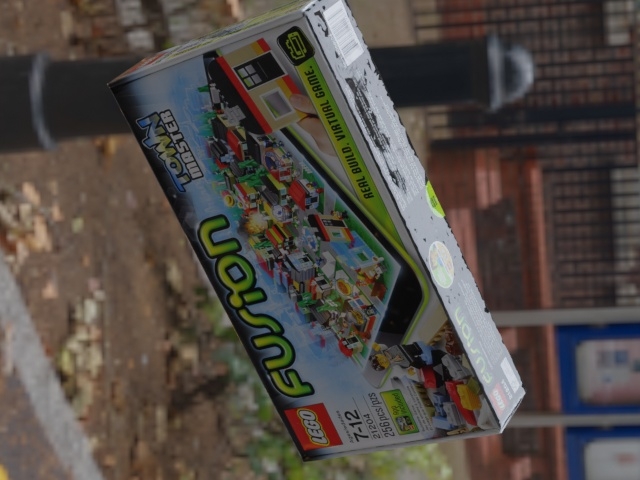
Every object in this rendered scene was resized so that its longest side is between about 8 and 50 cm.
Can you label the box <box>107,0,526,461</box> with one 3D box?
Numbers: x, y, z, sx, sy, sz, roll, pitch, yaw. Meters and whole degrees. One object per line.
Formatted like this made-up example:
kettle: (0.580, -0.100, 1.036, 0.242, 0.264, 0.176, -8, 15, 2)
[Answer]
box: (0.000, 0.000, 0.664, 0.036, 0.114, 0.207, -47, 115, -51)
